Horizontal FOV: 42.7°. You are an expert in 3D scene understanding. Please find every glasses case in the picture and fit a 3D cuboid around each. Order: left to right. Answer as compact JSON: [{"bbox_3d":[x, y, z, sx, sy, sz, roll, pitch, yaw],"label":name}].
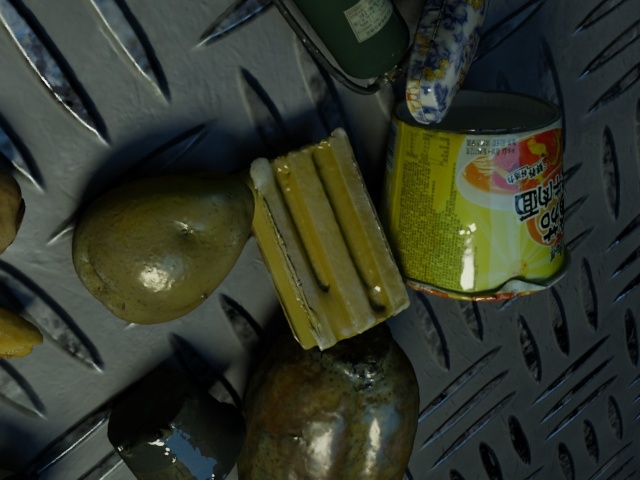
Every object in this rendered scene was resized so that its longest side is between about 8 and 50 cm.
[{"bbox_3d":[0.150,-0.247,0.933,0.087,0.065,0.247,61,44,-60],"label":"glasses case"}]

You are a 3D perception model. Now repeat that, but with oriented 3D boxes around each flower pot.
[{"bbox_3d":[-0.185,0.234,1.003,0.157,0.157,0.106,-41,123,-9],"label":"flower pot"}]

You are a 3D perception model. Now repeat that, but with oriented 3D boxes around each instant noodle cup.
[{"bbox_3d":[0.190,-0.072,1.032,0.264,0.264,0.200,-16,117,-30],"label":"instant noodle cup"}]

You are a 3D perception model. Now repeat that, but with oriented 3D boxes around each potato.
[{"bbox_3d":[-0.158,-0.003,0.874,0.194,0.157,0.157,-38,137,-30],"label":"potato"}]

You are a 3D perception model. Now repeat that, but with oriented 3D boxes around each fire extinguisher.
[{"bbox_3d":[0.029,-0.248,0.883,0.118,0.093,0.294,-47,137,-3],"label":"fire extinguisher"}]

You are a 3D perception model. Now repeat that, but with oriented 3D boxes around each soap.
[{"bbox_3d":[0.001,0.000,0.962,0.135,0.076,0.233,-24,98,-23],"label":"soap"}]

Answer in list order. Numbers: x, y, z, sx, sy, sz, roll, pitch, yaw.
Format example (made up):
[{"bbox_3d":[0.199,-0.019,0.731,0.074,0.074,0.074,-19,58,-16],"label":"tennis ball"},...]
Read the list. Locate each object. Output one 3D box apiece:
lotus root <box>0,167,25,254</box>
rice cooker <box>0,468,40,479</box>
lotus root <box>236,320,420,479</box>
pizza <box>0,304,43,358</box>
[{"bbox_3d":[-0.364,-0.025,0.704,0.221,0.118,0.125,2,99,-43],"label":"lotus root"},{"bbox_3d":[-0.389,0.367,0.875,0.226,0.226,0.244,15,111,-43],"label":"rice cooker"},{"bbox_3d":[0.006,0.255,1.099,0.251,0.250,0.345,-10,124,-34],"label":"lotus root"},{"bbox_3d":[-0.442,0.115,0.761,0.258,0.087,0.268,-47,134,-8],"label":"pizza"}]
